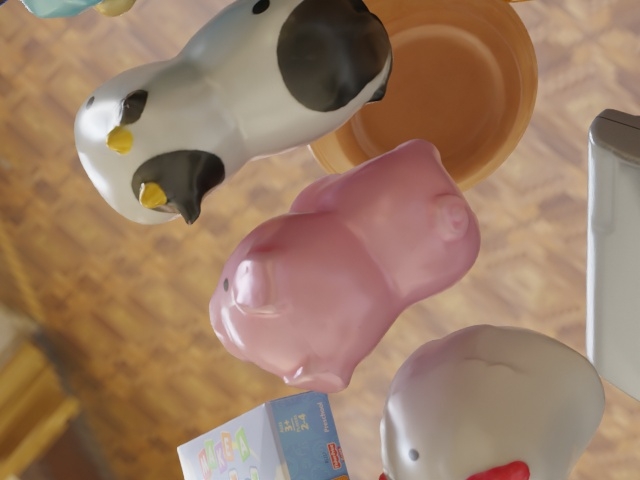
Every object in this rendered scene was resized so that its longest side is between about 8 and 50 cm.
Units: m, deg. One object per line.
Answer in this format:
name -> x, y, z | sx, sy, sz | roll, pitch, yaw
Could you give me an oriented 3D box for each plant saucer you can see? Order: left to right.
plant saucer -> 0.081, -0.116, 1.562 | 0.200, 0.200, 0.037 | 53, -176, -27

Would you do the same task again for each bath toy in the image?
bath toy -> 0.000, 0.000, 0.896 | 0.151, 0.129, 0.348 | -30, 103, 19

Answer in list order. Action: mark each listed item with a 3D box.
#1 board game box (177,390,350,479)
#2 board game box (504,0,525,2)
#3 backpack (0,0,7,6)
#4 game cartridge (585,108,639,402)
board game box -> -0.011, 0.192, 0.998 | 0.160, 0.039, 0.211 | 145, 113, -66
board game box -> 0.123, -0.374, 1.220 | 0.356, 0.357, 0.356 | 12, 174, -34
backpack -> -0.317, -0.234, 1.649 | 0.084, 0.114, 0.105 | 29, 142, 44
game cartridge -> 0.279, 0.052, 1.060 | 0.297, 0.062, 0.198 | 20, 133, 28
